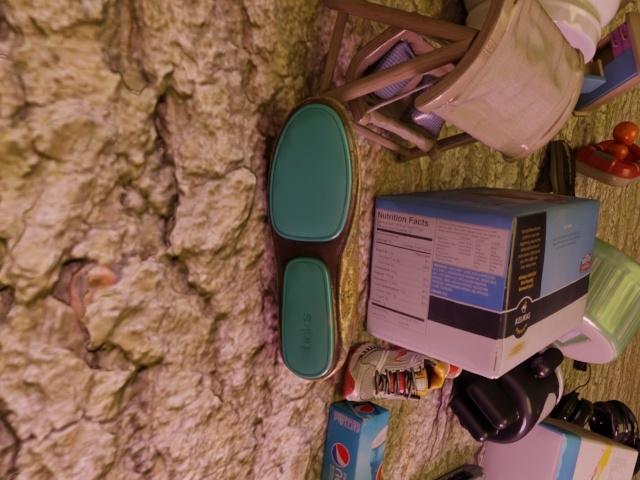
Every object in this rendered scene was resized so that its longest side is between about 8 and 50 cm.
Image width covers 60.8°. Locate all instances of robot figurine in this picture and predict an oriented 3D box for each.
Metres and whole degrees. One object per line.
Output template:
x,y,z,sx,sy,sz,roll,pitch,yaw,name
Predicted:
0.387,0.310,1.123,0.278,0.209,0.173,-12,95,-45,robot figurine

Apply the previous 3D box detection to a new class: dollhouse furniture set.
0.490,-0.415,1.142,0.304,0.198,0.286,0,77,-17,dollhouse furniture set

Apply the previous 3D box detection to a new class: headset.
0.801,0.503,1.591,0.394,0.244,0.185,-75,177,-48,headset

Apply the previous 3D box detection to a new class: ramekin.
0.501,0.118,1.118,0.148,0.304,0.303,-53,134,-15,ramekin

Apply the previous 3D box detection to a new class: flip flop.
0.541,-0.106,1.272,0.112,0.080,0.276,27,64,-43,flip flop

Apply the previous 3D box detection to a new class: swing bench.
0.160,-0.199,0.687,0.253,0.255,0.165,11,91,-48,swing bench

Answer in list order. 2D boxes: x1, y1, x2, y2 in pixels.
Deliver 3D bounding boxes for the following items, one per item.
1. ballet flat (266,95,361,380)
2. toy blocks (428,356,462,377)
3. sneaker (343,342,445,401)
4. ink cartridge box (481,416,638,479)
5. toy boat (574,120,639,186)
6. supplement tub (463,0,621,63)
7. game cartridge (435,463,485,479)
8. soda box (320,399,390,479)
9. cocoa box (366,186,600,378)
0.000,0.000,0.684,0.123,0.123,0.348,-12,107,-46,ballet flat
0.243,0.202,1.015,0.148,0.054,0.123,10,109,-48,toy blocks
0.120,0.211,0.868,0.225,0.093,0.087,1,99,-47,sneaker
0.558,0.534,1.286,0.270,0.198,0.197,19,84,-26,ink cartridge box
0.770,-0.235,1.412,0.231,0.151,0.151,-16,130,-46,toy boat
0.363,-0.458,0.860,0.236,0.236,0.324,16,87,-48,supplement tub
0.249,0.598,1.137,0.294,0.060,0.195,6,92,-48,game cartridge
0.049,0.357,0.845,0.071,0.067,0.209,0,100,-48,soda box
0.271,0.038,0.884,0.347,0.232,0.227,-9,106,-46,cocoa box
